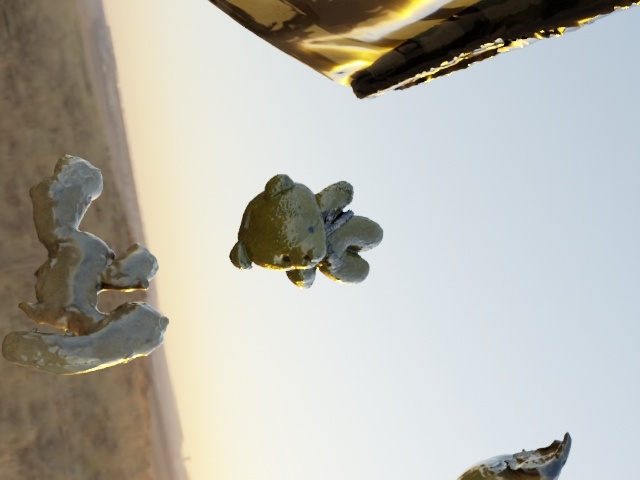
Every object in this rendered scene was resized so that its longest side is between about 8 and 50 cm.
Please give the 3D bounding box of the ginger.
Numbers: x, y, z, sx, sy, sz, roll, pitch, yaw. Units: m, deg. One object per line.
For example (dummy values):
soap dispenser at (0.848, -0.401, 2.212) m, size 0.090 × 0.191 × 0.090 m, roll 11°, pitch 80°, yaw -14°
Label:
ginger at (-0.220, 0.024, 0.874) m, size 0.065 × 0.149 × 0.258 m, roll -51°, pitch -146°, yaw 39°

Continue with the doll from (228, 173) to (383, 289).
doll at (0.000, 0.000, 1.018) m, size 0.097 × 0.209 × 0.137 m, roll 44°, pitch -68°, yaw 44°

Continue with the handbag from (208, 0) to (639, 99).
handbag at (0.001, -0.217, 0.407) m, size 0.162 × 0.325 × 0.327 m, roll -60°, pitch -157°, yaw -10°

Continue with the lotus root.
lotus root at (0.172, 0.268, 0.855) m, size 0.125 × 0.118 × 0.221 m, roll -108°, pitch -145°, yaw -51°
